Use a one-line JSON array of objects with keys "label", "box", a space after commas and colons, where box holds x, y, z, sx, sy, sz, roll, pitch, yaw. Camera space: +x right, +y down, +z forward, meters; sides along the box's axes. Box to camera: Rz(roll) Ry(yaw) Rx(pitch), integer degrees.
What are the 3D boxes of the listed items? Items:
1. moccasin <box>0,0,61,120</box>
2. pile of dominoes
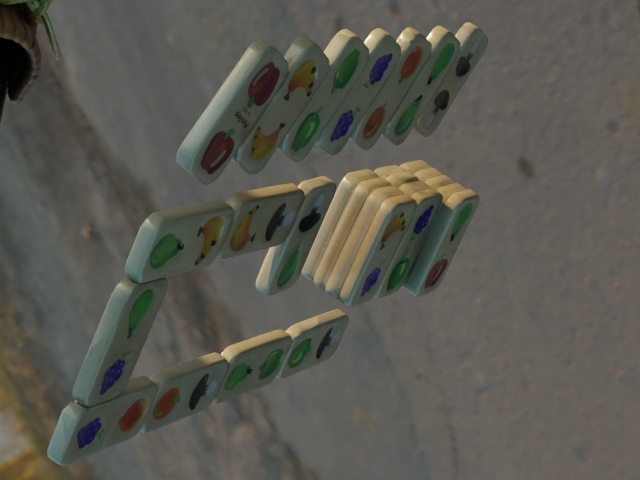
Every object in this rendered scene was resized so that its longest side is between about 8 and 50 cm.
[{"label": "moccasin", "box": [-0.277, -0.158, 1.275, 0.147, 0.380, 0.139, 8, 151, 18]}, {"label": "pile of dominoes", "box": [0.000, 0.000, 0.712, 0.040, 0.251, 0.196, 33, 112, 21]}]
